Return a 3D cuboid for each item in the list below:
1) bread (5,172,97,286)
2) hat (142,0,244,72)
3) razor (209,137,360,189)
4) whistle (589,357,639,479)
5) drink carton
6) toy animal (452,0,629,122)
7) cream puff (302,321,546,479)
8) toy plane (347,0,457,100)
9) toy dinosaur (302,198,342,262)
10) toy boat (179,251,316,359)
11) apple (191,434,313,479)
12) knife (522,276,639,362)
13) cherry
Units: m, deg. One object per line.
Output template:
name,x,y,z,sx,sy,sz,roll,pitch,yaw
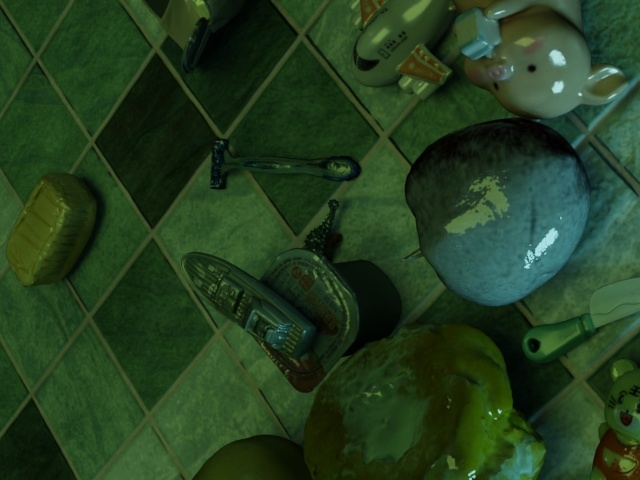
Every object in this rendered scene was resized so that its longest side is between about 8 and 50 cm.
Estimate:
bread,-0.533,-0.019,2.267,0.140,0.106,0.236,46,117,26
hat,-0.216,-0.424,1.999,0.232,0.161,0.275,61,147,33
razor,-0.076,-0.127,1.948,0.324,0.056,0.093,6,93,37
whistle,0.428,0.291,1.536,0.131,0.106,0.288,21,103,42
drink carton,0.023,0.113,1.790,0.185,0.190,0.191,49,118,27
toy animal,0.279,-0.297,1.570,0.195,0.213,0.256,-13,81,52
cream puff,0.161,0.323,1.666,0.378,0.275,0.378,-23,48,28
toy plane,0.130,-0.333,1.747,0.245,0.117,0.244,1,93,36
toy dinosaur,0.000,0.000,1.892,0.049,0.055,0.154,35,114,36
toy boat,-0.122,0.090,1.726,0.260,0.085,0.078,33,111,28
apple,-0.088,0.445,1.843,0.262,0.262,0.262,1,91,37
knife,0.400,0.101,1.607,0.260,0.035,0.063,-31,66,27
cherry,0.242,-0.040,1.603,0.296,0.218,0.255,-31,67,29
